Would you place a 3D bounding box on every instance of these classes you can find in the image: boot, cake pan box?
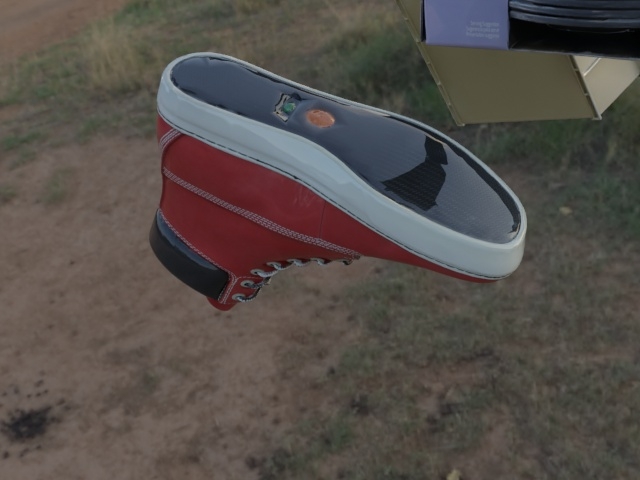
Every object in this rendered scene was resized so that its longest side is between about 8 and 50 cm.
[{"bbox_3d":[0.000,0.000,0.559,0.244,0.176,0.088,24,41,11],"label":"boot"},{"bbox_3d":[0.237,-0.206,0.659,0.245,0.070,0.267,11,34,31],"label":"cake pan box"}]

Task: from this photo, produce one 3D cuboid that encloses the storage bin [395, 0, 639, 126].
[{"bbox_3d":[0.259,-0.292,1.144,0.123,0.260,0.262,-43,27,-23],"label":"storage bin"}]
